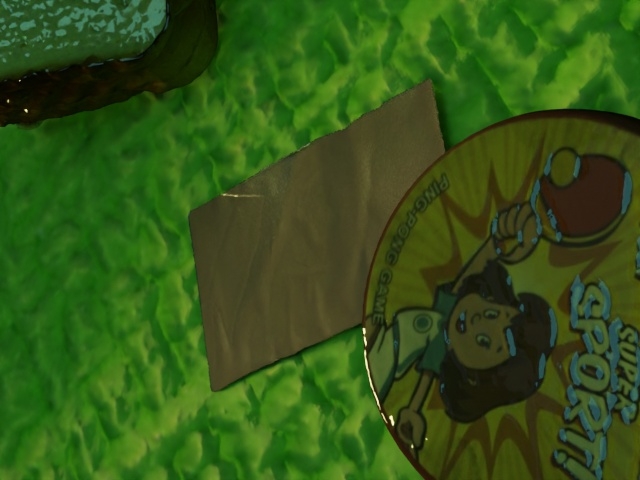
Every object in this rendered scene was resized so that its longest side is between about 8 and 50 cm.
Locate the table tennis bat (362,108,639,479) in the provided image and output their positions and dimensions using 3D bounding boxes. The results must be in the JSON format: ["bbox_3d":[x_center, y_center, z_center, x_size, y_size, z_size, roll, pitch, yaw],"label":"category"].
[{"bbox_3d":[0.141,0.039,0.860,0.310,0.038,0.200,4,87,44],"label":"table tennis bat"}]

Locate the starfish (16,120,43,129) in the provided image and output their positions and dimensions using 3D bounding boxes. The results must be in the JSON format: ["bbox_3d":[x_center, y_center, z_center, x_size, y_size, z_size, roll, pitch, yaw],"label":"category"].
[{"bbox_3d":[-0.179,-0.172,1.207,0.176,0.053,0.208,4,86,32],"label":"starfish"}]

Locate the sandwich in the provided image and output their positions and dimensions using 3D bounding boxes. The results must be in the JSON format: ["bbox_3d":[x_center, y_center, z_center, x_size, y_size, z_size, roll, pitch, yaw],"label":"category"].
[{"bbox_3d":[-0.154,-0.184,1.135,0.186,0.065,0.214,-10,71,19],"label":"sandwich"}]

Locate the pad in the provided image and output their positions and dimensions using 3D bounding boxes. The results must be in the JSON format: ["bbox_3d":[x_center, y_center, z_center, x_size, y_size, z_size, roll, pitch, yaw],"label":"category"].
[{"bbox_3d":[0.000,0.000,1.018,0.188,0.006,0.113,-27,62,35],"label":"pad"}]
